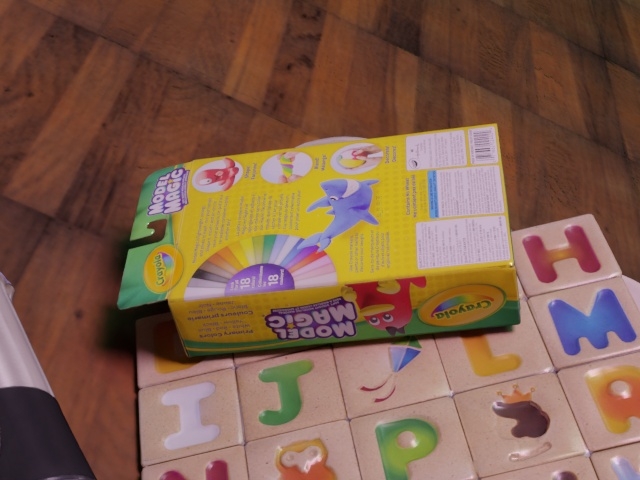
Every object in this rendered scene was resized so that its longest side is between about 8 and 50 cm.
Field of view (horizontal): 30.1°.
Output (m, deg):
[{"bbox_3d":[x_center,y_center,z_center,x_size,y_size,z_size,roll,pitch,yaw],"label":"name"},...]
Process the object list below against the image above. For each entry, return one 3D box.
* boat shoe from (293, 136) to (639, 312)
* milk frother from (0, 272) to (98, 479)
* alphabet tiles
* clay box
[{"bbox_3d":[0.099,0.055,0.807,0.340,0.127,0.158,34,-16,40],"label":"boat shoe"},{"bbox_3d":[-0.170,0.067,0.529,0.129,0.143,0.134,-10,51,-36],"label":"milk frother"},{"bbox_3d":[0.043,0.090,0.638,0.285,0.011,0.342,-13,41,1],"label":"alphabet tiles"},{"bbox_3d":[0.000,0.000,0.701,0.222,0.053,0.127,-7,42,9],"label":"clay box"}]
